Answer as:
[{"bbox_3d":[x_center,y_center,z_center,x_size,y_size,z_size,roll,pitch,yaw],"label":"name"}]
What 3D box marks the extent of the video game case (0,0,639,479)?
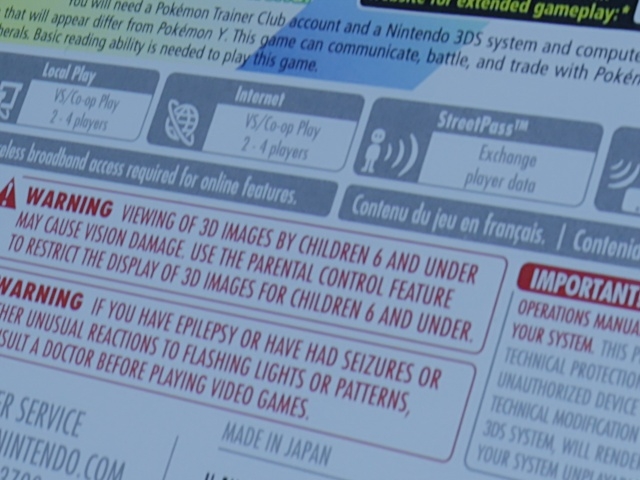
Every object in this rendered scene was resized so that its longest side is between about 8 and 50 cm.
[{"bbox_3d":[-0.018,-0.050,0.400,0.329,0.036,0.300,10,75,31],"label":"video game case"}]
